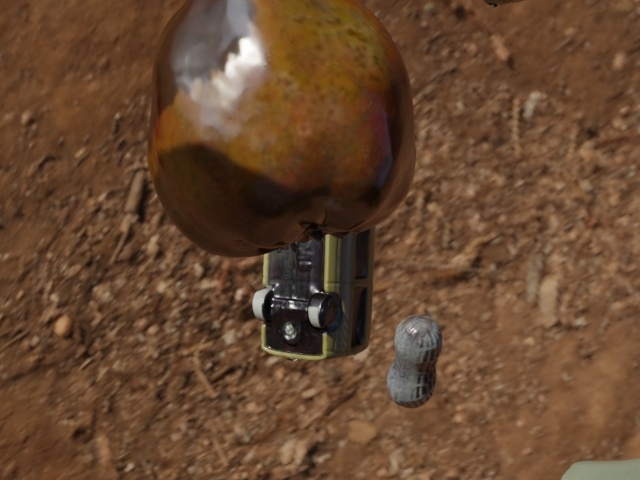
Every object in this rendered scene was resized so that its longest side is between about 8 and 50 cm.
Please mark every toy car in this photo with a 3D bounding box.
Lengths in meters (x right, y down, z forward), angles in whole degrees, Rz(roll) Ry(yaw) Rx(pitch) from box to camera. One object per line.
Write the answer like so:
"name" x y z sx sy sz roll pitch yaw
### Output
"toy car" 0.000 0.000 1.476 0.124 0.101 0.256 -1 94 -55

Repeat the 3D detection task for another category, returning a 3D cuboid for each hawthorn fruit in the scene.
"hawthorn fruit" -0.034 -0.113 1.019 0.208 0.208 0.248 -8 80 -28

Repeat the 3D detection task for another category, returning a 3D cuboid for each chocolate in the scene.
"chocolate" 0.133 0.173 1.909 0.072 0.167 0.072 4 41 -4

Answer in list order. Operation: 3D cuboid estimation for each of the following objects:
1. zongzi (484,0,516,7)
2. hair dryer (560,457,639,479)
"zongzi" 0.379 -0.471 2.317 0.189 0.178 0.081 -38 114 -20
"hair dryer" 0.225 0.164 0.718 0.225 0.219 0.088 36 75 -33
